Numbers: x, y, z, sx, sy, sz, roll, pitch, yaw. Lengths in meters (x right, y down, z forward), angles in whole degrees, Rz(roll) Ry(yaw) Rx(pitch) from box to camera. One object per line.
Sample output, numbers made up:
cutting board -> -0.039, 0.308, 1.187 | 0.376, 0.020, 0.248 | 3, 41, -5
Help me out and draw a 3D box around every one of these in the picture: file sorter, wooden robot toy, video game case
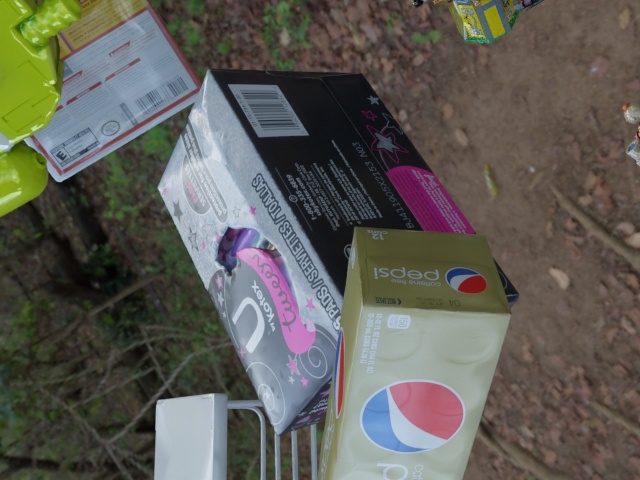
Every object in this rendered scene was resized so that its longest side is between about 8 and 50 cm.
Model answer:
file sorter -> -0.109, 0.309, 1.084 | 0.278, 0.173, 0.193 | 154, 118, -62
wooden robot toy -> 0.499, -0.180, 1.255 | 0.079, 0.173, 0.076 | 32, 145, -6
video game case -> -0.284, -0.227, 0.867 | 0.285, 0.204, 0.025 | 59, -178, -29

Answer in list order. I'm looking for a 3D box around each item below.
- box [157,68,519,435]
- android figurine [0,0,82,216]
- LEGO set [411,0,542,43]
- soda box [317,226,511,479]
box -> 0.000, 0.000, 0.632 | 0.247, 0.163, 0.142 | 59, 137, 27
android figurine -> -0.276, -0.101, 0.491 | 0.248, 0.273, 0.056 | 52, -163, -41
LEGO set -> 0.195, -0.360, 0.720 | 0.192, 0.331, 0.255 | 48, -154, -49
soda box -> 0.035, 0.084, 0.379 | 0.058, 0.061, 0.181 | -93, 8, -56
